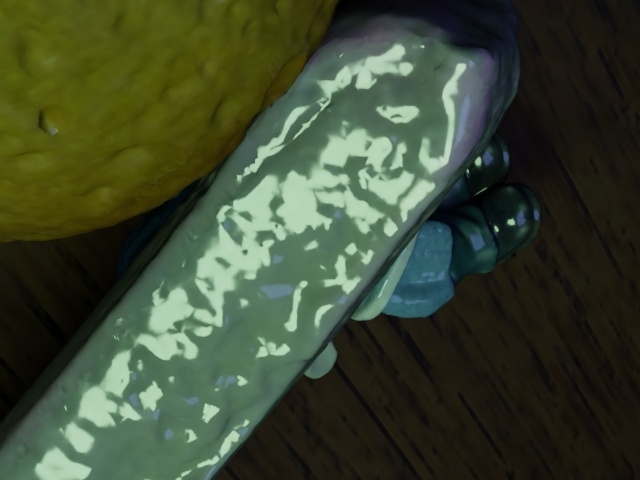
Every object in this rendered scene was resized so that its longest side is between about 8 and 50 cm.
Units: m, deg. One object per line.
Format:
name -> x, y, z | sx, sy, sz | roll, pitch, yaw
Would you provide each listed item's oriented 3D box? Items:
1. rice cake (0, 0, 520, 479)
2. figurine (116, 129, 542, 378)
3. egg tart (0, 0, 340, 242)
rice cake -> -0.080, 0.080, 0.474 | 0.064, 0.070, 0.399 | 38, 108, -4
figurine -> 0.000, 0.000, 0.540 | 0.149, 0.087, 0.086 | -18, 75, -33
egg tart -> -0.088, -0.102, 0.371 | 0.215, 0.215, 0.171 | -46, 136, -2
